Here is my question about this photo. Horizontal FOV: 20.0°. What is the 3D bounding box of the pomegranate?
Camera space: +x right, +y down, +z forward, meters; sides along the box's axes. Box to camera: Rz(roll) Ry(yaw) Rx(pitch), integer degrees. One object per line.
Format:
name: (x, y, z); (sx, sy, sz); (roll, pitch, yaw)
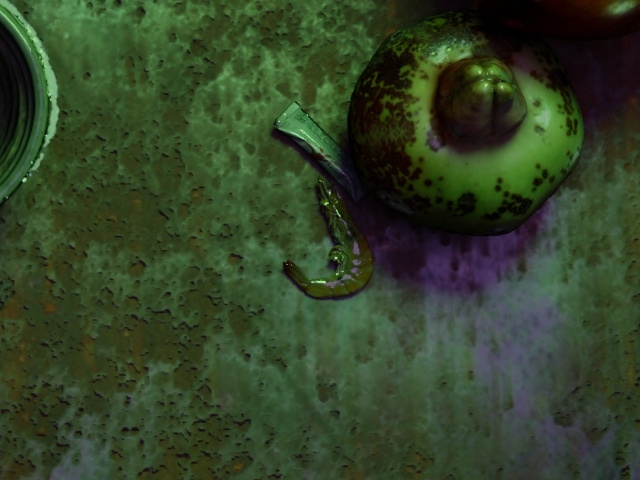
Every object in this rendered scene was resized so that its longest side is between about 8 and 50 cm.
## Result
pomegranate: (0.130, -0.109, 1.604); (0.214, 0.248, 0.214); (0, 83, -2)

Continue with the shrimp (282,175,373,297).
shrimp: (0.000, 0.000, 1.687); (0.083, 0.023, 0.114); (-20, 91, -7)

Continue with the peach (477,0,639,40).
peach: (0.249, -0.371, 1.578); (0.310, 0.335, 0.406); (-11, 62, 0)

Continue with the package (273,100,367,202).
package: (0.005, -0.083, 1.695); (0.110, 0.015, 0.037); (43, 59, -1)

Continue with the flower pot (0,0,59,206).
flower pot: (-0.347, -0.114, 1.585); (0.235, 0.140, 0.235); (1, 85, -7)
